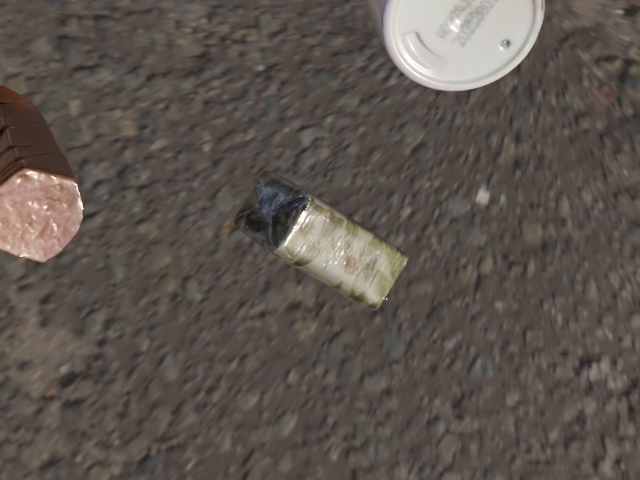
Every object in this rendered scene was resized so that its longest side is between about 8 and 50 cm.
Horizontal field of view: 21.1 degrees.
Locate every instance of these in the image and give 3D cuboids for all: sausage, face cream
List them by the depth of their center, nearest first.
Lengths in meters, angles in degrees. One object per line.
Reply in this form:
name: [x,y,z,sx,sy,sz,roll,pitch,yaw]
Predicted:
sausage: [-0.187,-0.046,1.038,0.065,0.169,0.065,-7,115,-16]
face cream: [0.053,-0.219,1.105,0.102,0.345,0.102,-5,125,-7]

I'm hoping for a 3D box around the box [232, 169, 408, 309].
box: [0.000,0.000,1.057,0.098,0.062,0.045,29,93,-39]
